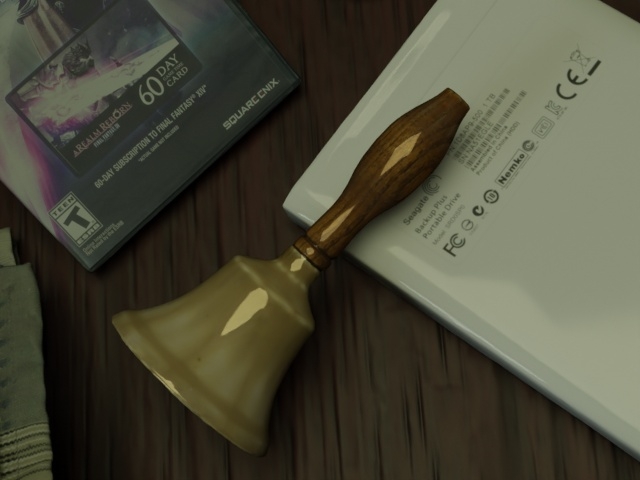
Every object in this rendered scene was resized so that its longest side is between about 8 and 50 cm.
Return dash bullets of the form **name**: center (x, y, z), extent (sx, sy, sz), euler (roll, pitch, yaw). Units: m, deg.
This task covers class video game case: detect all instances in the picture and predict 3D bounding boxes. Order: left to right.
- **video game case**: center (-0.168, -0.141, 0.879), extent (0.196, 0.026, 0.274), euler (-43, 112, -6)

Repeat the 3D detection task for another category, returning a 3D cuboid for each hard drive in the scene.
- **hard drive**: center (0.185, -0.013, 0.856), extent (0.353, 0.047, 0.233), euler (35, 81, 18)

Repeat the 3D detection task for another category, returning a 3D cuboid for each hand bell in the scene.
- **hand bell**: center (0.000, 0.000, 0.826), extent (0.126, 0.126, 0.242), euler (42, 90, 19)

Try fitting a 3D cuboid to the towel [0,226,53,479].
- **towel**: center (-0.319, 0.107, 0.798), extent (0.324, 0.056, 0.312), euler (-11, 42, -11)
